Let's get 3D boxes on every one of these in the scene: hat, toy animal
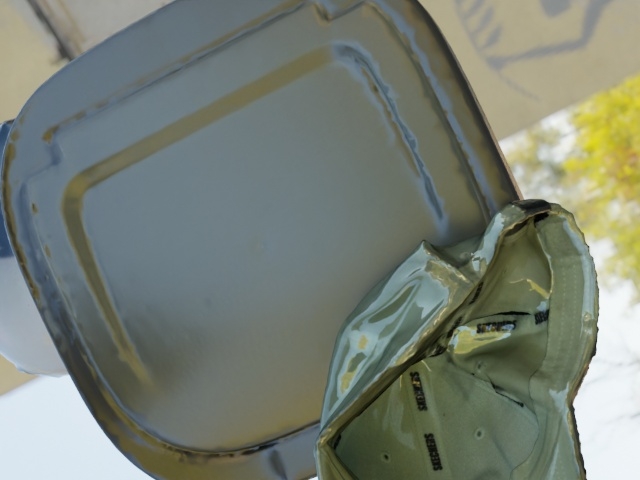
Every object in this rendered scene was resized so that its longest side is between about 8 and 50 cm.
[{"bbox_3d":[0.059,0.077,0.538,0.081,0.122,0.166,73,-175,-69],"label":"hat"},{"bbox_3d":[-0.226,0.001,1.187,0.165,0.187,0.235,-147,38,-74],"label":"toy animal"}]

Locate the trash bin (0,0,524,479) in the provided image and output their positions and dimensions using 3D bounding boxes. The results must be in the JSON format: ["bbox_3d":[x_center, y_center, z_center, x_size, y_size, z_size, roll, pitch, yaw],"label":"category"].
[{"bbox_3d":[0.000,0.000,0.719,0.219,0.219,0.250,67,-169,7],"label":"trash bin"}]
